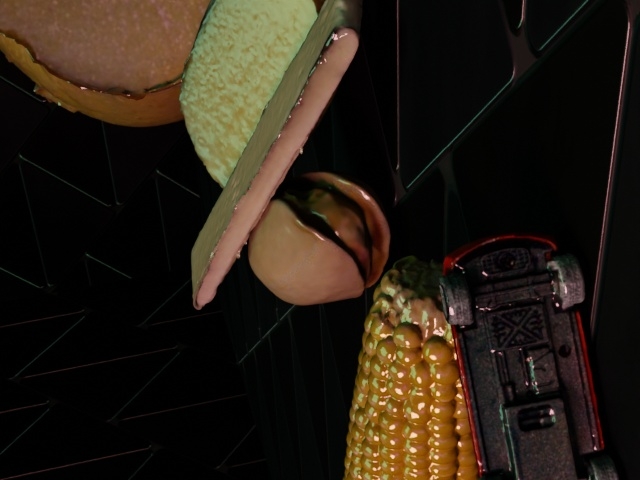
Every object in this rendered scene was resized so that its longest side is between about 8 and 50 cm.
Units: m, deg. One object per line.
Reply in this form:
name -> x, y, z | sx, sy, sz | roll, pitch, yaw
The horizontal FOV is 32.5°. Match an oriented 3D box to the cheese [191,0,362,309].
cheese -> -0.052, -0.079, 1.059 | 0.085, 0.034, 0.400 | -89, 24, -43

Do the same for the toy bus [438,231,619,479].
toy bus -> 0.124, 0.091, 0.674 | 0.089, 0.081, 0.195 | -123, 22, -88

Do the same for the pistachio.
pistachio -> 0.000, 0.000, 1.113 | 0.215, 0.144, 0.143 | 144, 116, -73

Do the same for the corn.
corn -> 0.081, 0.175, 0.851 | 0.130, 0.130, 0.346 | -116, 22, -56

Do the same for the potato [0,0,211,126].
potato -> -0.234, -0.350, 1.353 | 0.319, 0.386, 0.441 | 68, -160, -81

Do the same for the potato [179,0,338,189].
potato -> -0.041, -0.175, 1.128 | 0.160, 0.111, 0.271 | 46, 135, 21
